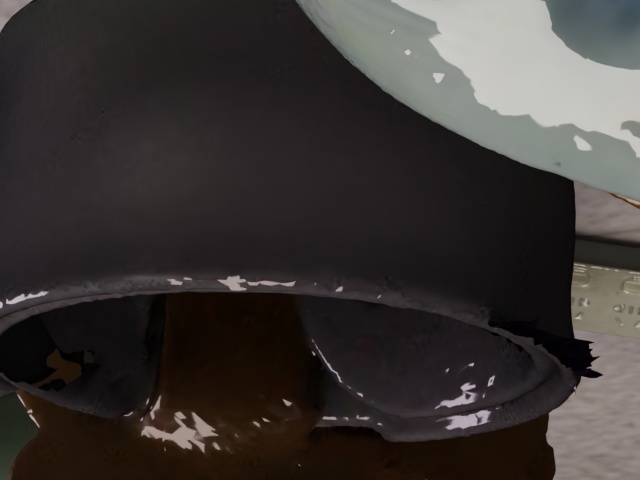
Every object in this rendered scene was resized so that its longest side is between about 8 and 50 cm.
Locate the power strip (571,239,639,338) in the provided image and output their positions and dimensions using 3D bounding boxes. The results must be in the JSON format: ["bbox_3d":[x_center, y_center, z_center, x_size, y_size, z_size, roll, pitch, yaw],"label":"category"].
[{"bbox_3d":[0.242,0.038,1.068,0.253,0.027,0.060,8,137,7],"label":"power strip"}]

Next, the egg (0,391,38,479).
[{"bbox_3d":[-0.183,0.241,1.213,0.276,0.276,0.389,38,136,-23],"label":"egg"}]

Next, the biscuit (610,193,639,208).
[{"bbox_3d":[0.293,-0.092,0.901,0.351,0.057,0.312,23,137,-9],"label":"biscuit"}]

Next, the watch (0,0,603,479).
[{"bbox_3d":[0.000,0.000,0.866,0.335,0.314,0.327,8,161,-13],"label":"watch"}]

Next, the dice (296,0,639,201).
[{"bbox_3d":[0.140,-0.187,0.660,0.268,0.262,0.264,22,126,3],"label":"dice"}]
